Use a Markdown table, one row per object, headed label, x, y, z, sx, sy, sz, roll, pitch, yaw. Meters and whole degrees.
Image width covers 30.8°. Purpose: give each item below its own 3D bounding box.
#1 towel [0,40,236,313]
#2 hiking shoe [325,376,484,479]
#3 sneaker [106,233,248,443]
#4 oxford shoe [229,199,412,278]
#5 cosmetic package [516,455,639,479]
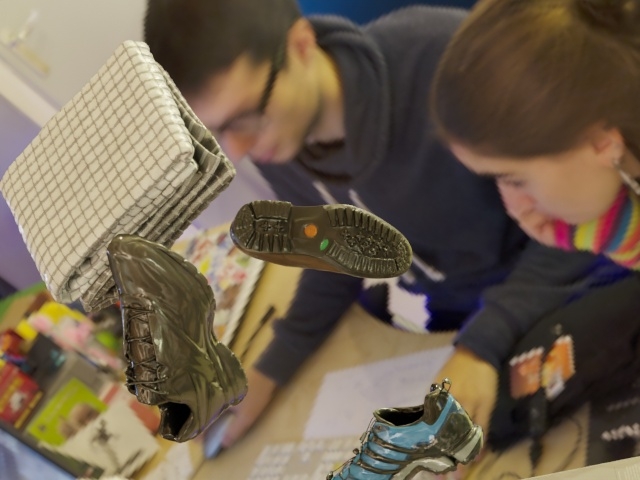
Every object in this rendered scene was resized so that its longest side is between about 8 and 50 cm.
| label | x | y | z | sx | sy | sz | roll | pitch | yaw |
| --- | --- | --- | --- | --- | --- | --- | --- | --- | --- |
| towel | -0.258 | -0.081 | 1.469 | 0.284 | 0.121 | 0.235 | -45 | 52 | 16 |
| hiking shoe | 0.101 | 0.324 | 1.814 | 0.304 | 0.132 | 0.113 | -30 | 8 | 16 |
| sneaker | -0.183 | 0.121 | 1.368 | 0.109 | 0.286 | 0.130 | 4 | 39 | 41 |
| oxford shoe | 0.000 | 0.000 | 1.419 | 0.096 | 0.227 | 0.082 | 141 | 141 | -72 |
| cosmetic package | 0.350 | 0.333 | 1.395 | 0.238 | 0.127 | 0.107 | -10 | 55 | 11 |
